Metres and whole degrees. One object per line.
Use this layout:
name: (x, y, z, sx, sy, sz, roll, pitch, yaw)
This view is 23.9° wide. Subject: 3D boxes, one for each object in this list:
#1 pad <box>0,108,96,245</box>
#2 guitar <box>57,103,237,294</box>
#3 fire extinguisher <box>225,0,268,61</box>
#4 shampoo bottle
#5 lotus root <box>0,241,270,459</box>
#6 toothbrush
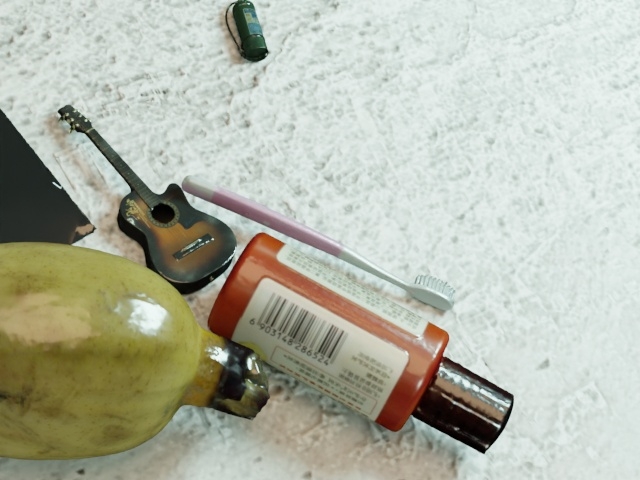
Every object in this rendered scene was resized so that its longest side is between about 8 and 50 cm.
pad: (-0.414, -0.085, 1.411, 0.247, 0.007, 0.367, -31, 70, -28)
guitar: (-0.175, -0.046, 1.438, 0.088, 0.025, 0.233, -33, 71, -30)
fire extinguisher: (-0.079, -0.225, 1.576, 0.038, 0.025, 0.083, -17, 62, 2)
shampoo bottle: (0.042, 0.101, 1.354, 0.278, 0.104, 0.104, 29, 56, 4)
lotus root: (-0.190, 0.096, 1.252, 0.310, 0.183, 0.183, 6, 57, -14)
toothbrush: (0.000, 0.000, 1.446, 0.286, 0.020, 0.025, 24, 47, -6)
